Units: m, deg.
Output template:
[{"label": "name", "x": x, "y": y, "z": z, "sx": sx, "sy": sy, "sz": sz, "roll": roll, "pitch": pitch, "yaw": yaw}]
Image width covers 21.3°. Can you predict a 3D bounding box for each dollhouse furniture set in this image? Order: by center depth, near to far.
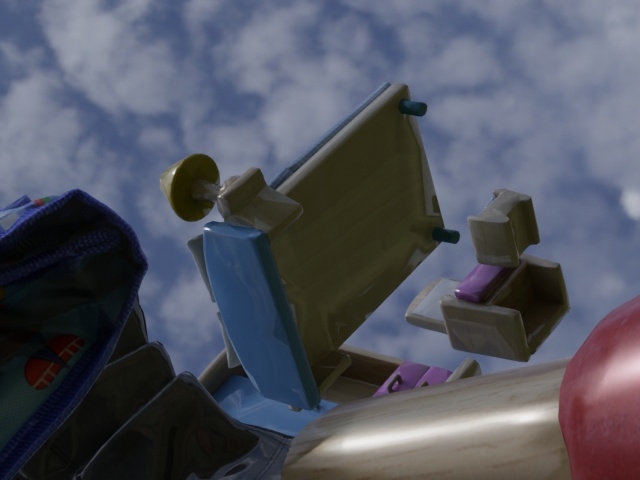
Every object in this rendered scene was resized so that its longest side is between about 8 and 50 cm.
[{"label": "dollhouse furniture set", "x": 0.000, "y": 0.000, "z": 1.215, "sx": 0.286, "sy": 0.198, "sz": 0.303, "roll": -46, "pitch": -48, "yaw": -34}]

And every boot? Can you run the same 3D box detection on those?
[{"label": "boot", "x": -0.054, "y": 0.094, "z": 0.798, "sx": 0.338, "sy": 0.118, "sz": 0.223, "roll": -29, "pitch": -101, "yaw": 3}]

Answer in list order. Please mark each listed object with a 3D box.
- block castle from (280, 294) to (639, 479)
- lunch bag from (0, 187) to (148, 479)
[{"label": "block castle", "x": 0.095, "y": 0.249, "z": 0.336, "sx": 0.303, "sy": 0.213, "sz": 0.453, "roll": 39, "pitch": -125, "yaw": -29}, {"label": "lunch bag", "x": -0.187, "y": 0.082, "z": 0.528, "sx": 0.293, "sy": 0.221, "sz": 0.138, "roll": -41, "pitch": -76, "yaw": -30}]
